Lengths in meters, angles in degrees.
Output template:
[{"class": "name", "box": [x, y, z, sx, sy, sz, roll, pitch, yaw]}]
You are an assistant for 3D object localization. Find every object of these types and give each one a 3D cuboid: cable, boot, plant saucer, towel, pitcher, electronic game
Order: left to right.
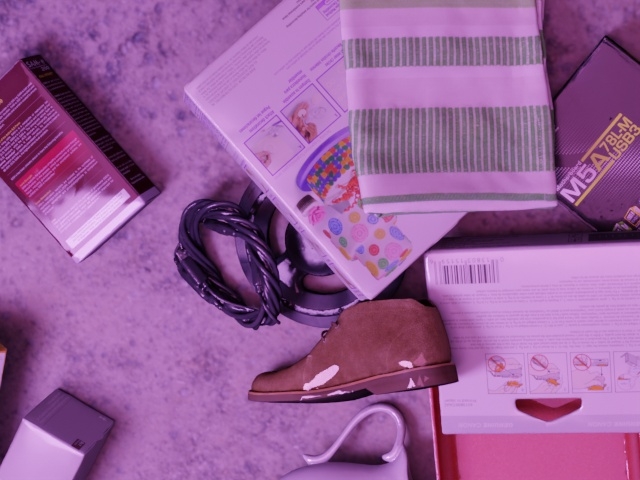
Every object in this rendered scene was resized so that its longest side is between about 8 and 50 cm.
[{"class": "cable", "box": [-0.106, 0.031, 1.817, 0.184, 0.047, 0.150, 46, 132, 14]}, {"class": "electronic game", "box": [0.000, 0.000, 1.812, 0.229, 0.048, 0.229, 5, 107, 17]}, {"class": "pitcher", "box": [0.028, 0.314, 1.854, 0.207, 0.125, 0.178, -17, 78, 5]}, {"class": "boot", "box": [0.032, 0.143, 1.796, 0.305, 0.112, 0.115, -15, 81, 36]}, {"class": "towel", "box": [0.150, -0.192, 1.663, 0.248, 0.038, 0.325, -3, 86, -8]}, {"class": "plant saucer", "box": [0.273, 0.265, 1.800, 0.258, 0.048, 0.259, -5, 91, 13]}]

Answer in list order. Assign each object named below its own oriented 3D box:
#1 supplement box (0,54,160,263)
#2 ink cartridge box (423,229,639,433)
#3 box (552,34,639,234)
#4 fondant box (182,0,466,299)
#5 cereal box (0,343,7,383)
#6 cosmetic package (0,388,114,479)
[{"class": "supplement box", "box": [-0.335, -0.104, 1.846, 0.130, 0.073, 0.239, -40, 93, 16]}, {"class": "ink cartridge box", "box": [0.273, 0.113, 1.746, 0.275, 0.060, 0.239, -2, 108, 14]}, {"class": "box", "box": [0.348, -0.113, 1.716, 0.184, 0.045, 0.191, 38, 108, -2]}, {"class": "fondant box", "box": [0.032, -0.127, 1.707, 0.238, 0.096, 0.330, -42, 91, -8]}, {"class": "cereal box", "box": [-0.492, 0.220, 1.922, 0.173, 0.047, 0.240, 31, 113, 44]}, {"class": "cosmetic package", "box": [-0.379, 0.332, 1.930, 0.107, 0.127, 0.238, 27, 105, 4]}]
